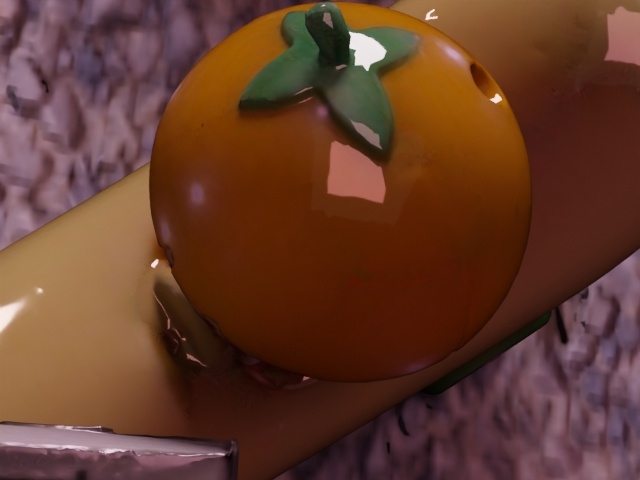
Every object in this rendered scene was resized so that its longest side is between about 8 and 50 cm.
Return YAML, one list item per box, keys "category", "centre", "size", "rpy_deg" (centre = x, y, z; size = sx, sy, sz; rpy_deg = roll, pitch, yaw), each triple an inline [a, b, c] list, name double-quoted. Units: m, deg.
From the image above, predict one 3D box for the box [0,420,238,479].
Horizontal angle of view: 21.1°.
- category: "box"
  centre: [-0.082, 0.134, 0.430]
  size: [0.115, 0.036, 0.178]
  rpy_deg: [3, 89, -3]

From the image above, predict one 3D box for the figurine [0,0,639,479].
- category: "figurine"
  centre: [0.000, 0.000, 0.532]
  size: [0.324, 0.222, 0.124]
  rpy_deg: [-30, 84, -23]
